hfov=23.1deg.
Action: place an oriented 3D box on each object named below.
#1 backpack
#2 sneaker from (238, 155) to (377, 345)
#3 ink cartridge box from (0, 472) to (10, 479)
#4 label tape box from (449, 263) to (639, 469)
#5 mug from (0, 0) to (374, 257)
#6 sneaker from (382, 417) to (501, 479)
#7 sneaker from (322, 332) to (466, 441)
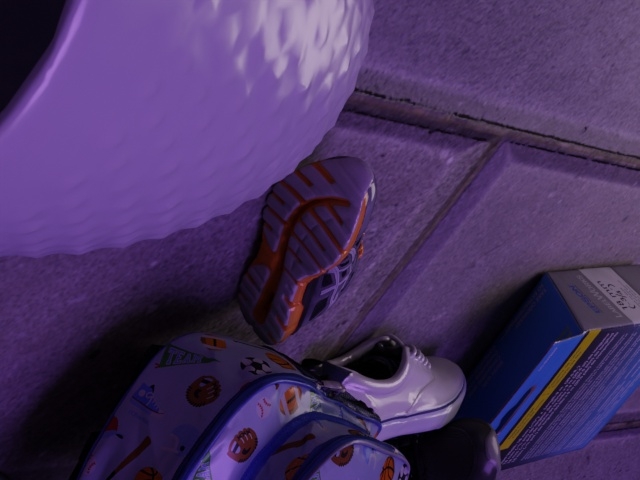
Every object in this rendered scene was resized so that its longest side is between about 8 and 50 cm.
[{"bbox_3d":[-0.073,0.208,1.288,0.263,0.213,0.276,34,77,-51],"label":"backpack"},{"bbox_3d":[0.000,0.000,1.294,0.083,0.084,0.215,-21,157,-36],"label":"sneaker"},{"bbox_3d":[-0.316,0.348,1.254,0.307,0.129,0.223,-45,146,-11],"label":"ink cartridge box"},{"bbox_3d":[0.259,0.151,1.820,0.334,0.106,0.240,-3,134,-51],"label":"label tape box"},{"bbox_3d":[-0.163,-0.113,0.750,0.374,0.276,0.328,-19,170,24],"label":"mug"},{"bbox_3d":[0.081,0.253,1.668,0.106,0.101,0.267,8,156,-38],"label":"sneaker"},{"bbox_3d":[0.079,0.143,1.591,0.258,0.094,0.091,-14,122,-58],"label":"sneaker"}]
